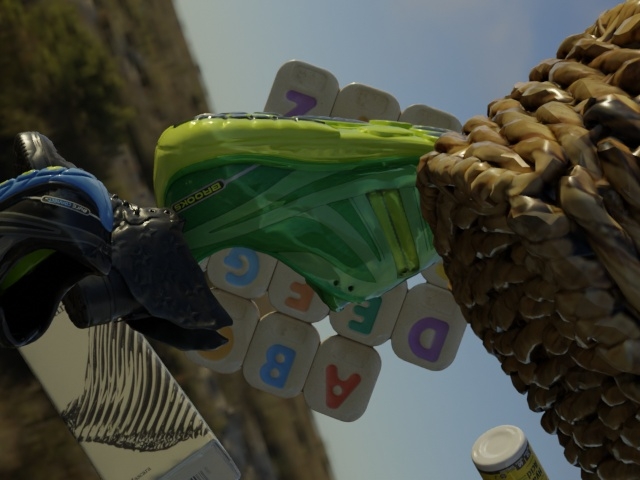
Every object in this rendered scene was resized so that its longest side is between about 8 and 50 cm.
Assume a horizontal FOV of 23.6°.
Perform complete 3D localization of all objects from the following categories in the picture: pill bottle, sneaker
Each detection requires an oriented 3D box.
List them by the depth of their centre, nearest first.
[{"bbox_3d":[-0.192,0.029,0.828,0.067,0.188,0.078,42,24,-53],"label":"sneaker"},{"bbox_3d":[-0.124,-0.002,0.937,0.170,0.089,0.051,63,-28,28],"label":"sneaker"},{"bbox_3d":[0.037,-0.015,1.001,0.109,0.295,0.124,-112,-152,-79],"label":"sneaker"},{"bbox_3d":[0.216,0.264,1.678,0.116,0.065,0.065,59,3,-28],"label":"pill bottle"}]

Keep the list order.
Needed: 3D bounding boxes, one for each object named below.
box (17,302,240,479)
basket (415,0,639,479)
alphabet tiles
[{"bbox_3d":[-0.198,0.144,1.466,0.275,0.113,0.094,48,-9,32],"label":"box"},{"bbox_3d":[0.178,-0.005,0.583,0.213,0.223,0.299,54,-2,8],"label":"basket"},{"bbox_3d":[0.000,0.000,1.303,0.021,0.284,0.278,-9,120,-82],"label":"alphabet tiles"}]
